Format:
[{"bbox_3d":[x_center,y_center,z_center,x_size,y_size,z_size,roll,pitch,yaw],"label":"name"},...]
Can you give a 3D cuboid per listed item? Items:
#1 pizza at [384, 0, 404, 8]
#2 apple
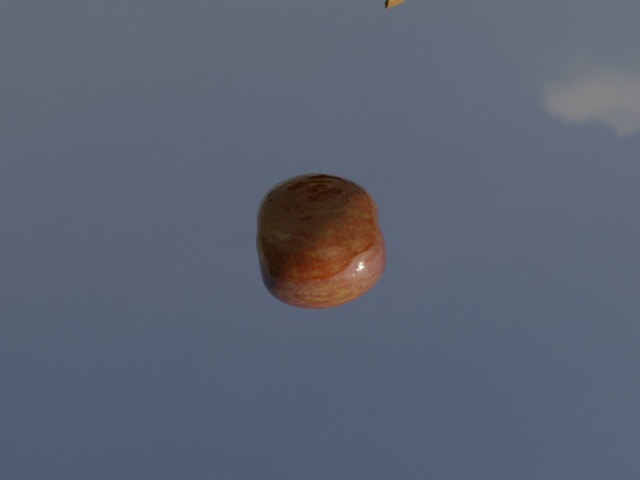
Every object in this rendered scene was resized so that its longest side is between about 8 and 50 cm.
[{"bbox_3d":[0.089,-0.403,1.691,0.154,0.194,0.069,-48,-130,17],"label":"pizza"},{"bbox_3d":[0.000,0.000,1.743,0.173,0.188,0.188,-8,-148,-1],"label":"apple"}]
